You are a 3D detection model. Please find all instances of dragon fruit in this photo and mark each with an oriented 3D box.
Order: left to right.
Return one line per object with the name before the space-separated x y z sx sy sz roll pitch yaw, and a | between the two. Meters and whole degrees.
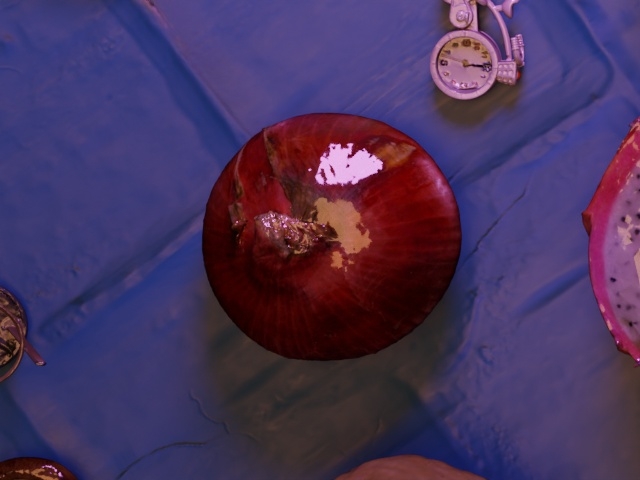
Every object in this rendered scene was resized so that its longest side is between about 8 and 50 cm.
dragon fruit | 0.369 0.001 1.717 0.291 0.189 0.290 1 95 19

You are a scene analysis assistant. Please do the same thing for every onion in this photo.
onion | 0.005 0.001 1.798 0.248 0.161 0.248 4 117 8

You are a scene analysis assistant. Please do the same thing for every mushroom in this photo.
mushroom | -0.283 0.266 1.918 0.123 0.052 0.123 2 98 17

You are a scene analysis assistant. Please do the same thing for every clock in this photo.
clock | 0.143 -0.195 1.805 0.087 0.041 0.129 -2 100 14

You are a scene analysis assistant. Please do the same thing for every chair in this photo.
chair | -0.315 0.093 1.846 0.095 0.221 0.104 8 95 -14

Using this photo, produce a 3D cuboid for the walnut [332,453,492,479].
walnut | 0.097 0.343 1.755 0.277 0.282 0.253 14 58 15
